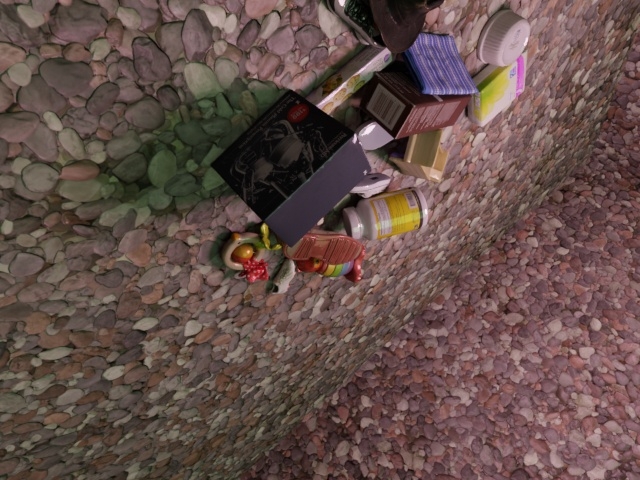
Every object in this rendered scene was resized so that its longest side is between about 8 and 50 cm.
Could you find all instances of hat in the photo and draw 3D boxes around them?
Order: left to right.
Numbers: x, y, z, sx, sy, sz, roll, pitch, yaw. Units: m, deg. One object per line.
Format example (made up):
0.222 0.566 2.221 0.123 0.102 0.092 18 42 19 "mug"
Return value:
0.275 -0.704 1.192 0.331 0.134 0.331 -22 119 -47 "hat"

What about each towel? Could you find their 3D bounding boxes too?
0.403 -0.611 1.446 0.336 0.243 0.040 -16 170 -38 "towel"

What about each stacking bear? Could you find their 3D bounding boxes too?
0.026 0.086 1.837 0.289 0.164 0.175 3 100 -35 "stacking bear"

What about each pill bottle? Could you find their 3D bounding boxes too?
0.271 -0.107 1.809 0.334 0.188 0.188 -14 140 -8 "pill bottle"

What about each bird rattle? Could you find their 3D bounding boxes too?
-0.266 0.043 1.546 0.207 0.143 0.253 8 134 -37 "bird rattle"

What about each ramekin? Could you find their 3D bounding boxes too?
0.743 -0.807 1.702 0.207 0.109 0.207 -28 143 -24 "ramekin"

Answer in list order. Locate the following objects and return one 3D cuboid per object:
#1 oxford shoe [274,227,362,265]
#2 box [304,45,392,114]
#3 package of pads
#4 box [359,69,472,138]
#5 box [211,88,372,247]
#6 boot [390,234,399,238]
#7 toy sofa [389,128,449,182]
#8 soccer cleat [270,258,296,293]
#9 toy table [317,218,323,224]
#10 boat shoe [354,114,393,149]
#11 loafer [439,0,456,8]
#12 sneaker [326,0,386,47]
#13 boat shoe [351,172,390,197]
0.000 0.000 1.685 0.397 0.146 0.140 11 115 -40 "oxford shoe"
0.089 -0.513 1.348 0.324 0.063 0.067 -41 148 -7 "box"
0.785 -0.682 1.887 0.296 0.101 0.229 -41 145 -6 "package of pads"
0.341 -0.487 1.478 0.381 0.191 0.143 -23 153 -42 "box"
-0.086 -0.218 1.248 0.343 0.312 0.179 -45 147 -2 "box"
0.348 -0.103 2.042 0.262 0.095 0.203 -7 133 -46 "boot"
0.415 -0.355 1.743 0.362 0.177 0.150 7 99 -69 "toy sofa"
-0.159 0.158 1.793 0.076 0.068 0.196 -11 137 -36 "soccer cleat"
-0.039 -0.189 1.460 0.274 0.161 0.252 -34 148 -14 "toy table"
0.213 -0.423 1.544 0.306 0.105 0.113 -32 141 -30 "boat shoe"
0.386 -0.829 1.245 0.092 0.101 0.268 -9 150 10 "loafer"
0.120 -0.645 1.204 0.271 0.108 0.100 15 117 -51 "sneaker"
0.193 -0.217 1.746 0.258 0.095 0.084 -13 130 -38 "boat shoe"
